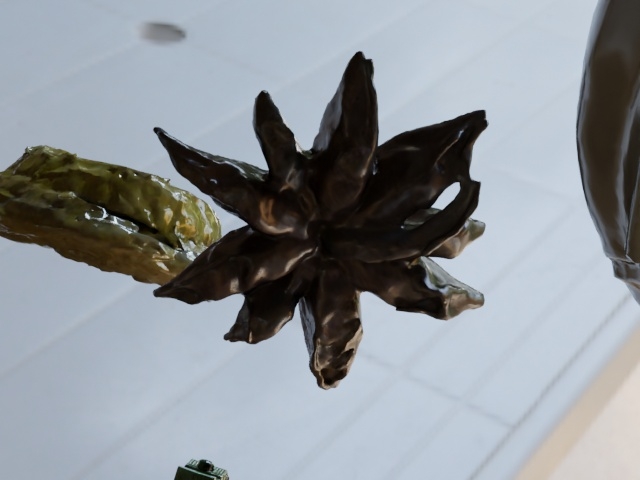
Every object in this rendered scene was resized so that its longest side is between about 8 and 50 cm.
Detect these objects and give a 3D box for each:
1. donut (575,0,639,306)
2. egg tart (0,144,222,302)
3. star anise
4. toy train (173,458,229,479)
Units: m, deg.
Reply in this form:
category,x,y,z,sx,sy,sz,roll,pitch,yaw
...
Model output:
category,x,y,z,sx,sy,sz,roll,pitch,yaw
donut,0.254,-0.022,0.392,0.383,0.382,0.142,7,48,-3
egg tart,-0.182,-0.020,1.303,0.279,0.095,0.279,18,0,0
star anise,0.000,0.000,0.776,0.182,0.195,0.065,-6,30,-1
toy train,-0.105,0.221,1.191,0.038,0.093,0.056,17,-3,8
